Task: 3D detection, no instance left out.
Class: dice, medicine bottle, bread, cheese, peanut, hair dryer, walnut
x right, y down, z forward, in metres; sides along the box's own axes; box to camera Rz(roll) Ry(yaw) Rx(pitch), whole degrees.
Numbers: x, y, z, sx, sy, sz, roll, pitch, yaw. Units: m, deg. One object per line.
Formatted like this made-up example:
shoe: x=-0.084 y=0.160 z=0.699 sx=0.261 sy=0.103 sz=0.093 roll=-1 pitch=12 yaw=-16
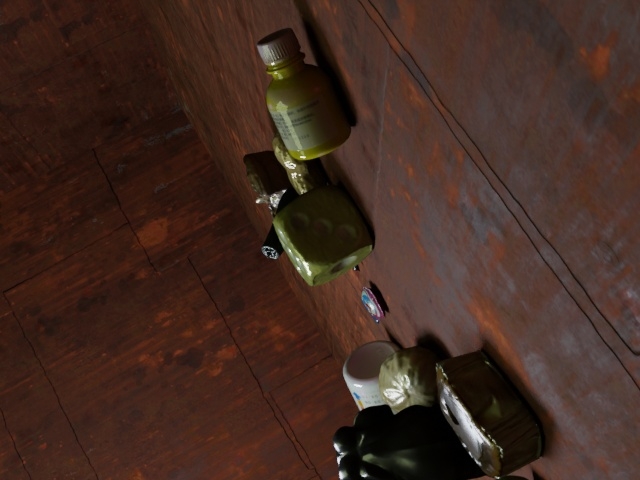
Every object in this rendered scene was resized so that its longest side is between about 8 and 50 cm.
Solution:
dice: x=0.006 y=-0.011 z=1.858 sx=0.169 sy=0.166 sz=0.169 roll=58 pitch=170 yaw=13
medicine bottle: x=-0.038 y=-0.257 z=1.464 sx=0.212 sy=0.122 sz=0.122 roll=65 pitch=170 yaw=-25
bread: x=0.287 y=0.309 z=1.491 sx=0.210 sy=0.110 sz=0.192 roll=55 pitch=168 yaw=32
cheese: x=0.133 y=0.163 z=2.116 sx=0.095 sy=0.038 sz=0.145 roll=55 pitch=169 yaw=29
peanut: x=-0.042 y=-0.170 z=1.912 sx=0.192 sy=0.089 sz=0.089 roll=59 pitch=173 yaw=-27
medicine bottle: x=0.182 y=0.420 z=2.237 sx=0.170 sy=0.170 sz=0.293 roll=46 pitch=162 yaw=58
hair dryer: x=0.000 y=0.000 z=2.019 sx=0.272 sy=0.235 sz=0.091 roll=37 pitch=146 yaw=-14
peanut: x=0.200 y=0.316 z=1.889 sx=0.152 sy=0.152 sz=0.313 roll=60 pitch=173 yaw=5
walnut: x=-0.104 y=-0.139 z=2.173 sx=0.238 sy=0.141 sz=0.204 roll=66 pitch=180 yaw=-45

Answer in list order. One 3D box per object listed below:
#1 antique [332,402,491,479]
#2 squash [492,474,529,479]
antique: x=0.186 y=0.419 z=1.691 sx=0.255 sy=0.322 sz=0.185 roll=16 pitch=-118 yaw=-56
squash: x=0.373 y=0.530 z=1.605 sx=0.123 sy=0.170 sz=0.170 roll=-100 pitch=-11 yaw=-55
